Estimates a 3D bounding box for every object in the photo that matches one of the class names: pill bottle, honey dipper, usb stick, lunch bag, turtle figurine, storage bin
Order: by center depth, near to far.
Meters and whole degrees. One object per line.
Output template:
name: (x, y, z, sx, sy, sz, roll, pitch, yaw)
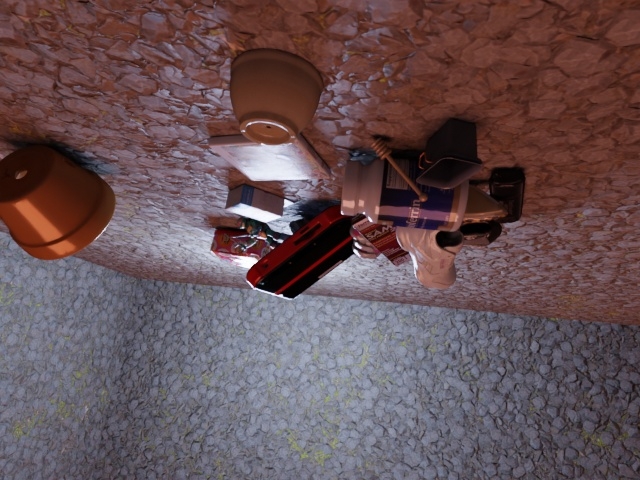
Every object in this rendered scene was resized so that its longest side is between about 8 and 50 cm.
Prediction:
storage bin: (0.242, -0.169, 0.896, 0.099, 0.090, 0.135, 10, 164, -10)
honey dipper: (0.164, -0.142, 0.953, 0.160, 0.031, 0.030, 52, 165, 6)
pill bottle: (0.183, -0.107, 1.040, 0.265, 0.153, 0.153, 6, 165, 6)
usb stick: (0.456, -0.102, 1.135, 0.077, 0.045, 0.278, -3, 162, 21)
turtle figurine: (-0.219, -0.021, 1.628, 0.234, 0.118, 0.175, 22, 161, -2)
lunch bag: (-0.326, 0.044, 1.923, 0.259, 0.120, 0.293, 5, 166, 11)

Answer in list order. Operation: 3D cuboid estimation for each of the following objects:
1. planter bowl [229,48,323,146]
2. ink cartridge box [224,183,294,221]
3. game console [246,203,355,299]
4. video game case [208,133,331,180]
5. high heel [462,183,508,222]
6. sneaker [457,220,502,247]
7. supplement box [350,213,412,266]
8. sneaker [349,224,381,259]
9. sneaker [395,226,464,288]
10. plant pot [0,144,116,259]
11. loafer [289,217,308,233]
planter bowl: (-0.082, -0.229, 0.793, 0.162, 0.109, 0.162, 7, 166, 2)
ink cartridge box: (-0.182, -0.104, 1.404, 0.182, 0.061, 0.104, 17, 163, -33)
game console: (-0.026, 0.050, 1.515, 0.387, 0.060, 0.342, -37, 157, 9)
video game case: (-0.115, -0.194, 1.103, 0.227, 0.026, 0.206, 1, 164, 22)
high heel: (0.357, -0.071, 1.186, 0.262, 0.093, 0.186, 16, 167, 34)
sneaker: (0.442, -0.026, 1.268, 0.229, 0.086, 0.132, -8, 172, -25)
supplement box: (0.199, -0.033, 1.277, 0.130, 0.073, 0.239, -30, 133, 24)
sneaker: (0.151, 0.006, 1.447, 0.103, 0.111, 0.252, 33, -173, 26)
sneaker: (0.309, 0.040, 1.203, 0.152, 0.114, 0.305, 4, 148, 40)
plant pot: (-0.747, -0.119, 1.261, 0.291, 0.290, 0.203, 4, 149, 14)
loafer: (0.000, 0.000, 1.654, 0.130, 0.133, 0.366, -32, 156, 5)
